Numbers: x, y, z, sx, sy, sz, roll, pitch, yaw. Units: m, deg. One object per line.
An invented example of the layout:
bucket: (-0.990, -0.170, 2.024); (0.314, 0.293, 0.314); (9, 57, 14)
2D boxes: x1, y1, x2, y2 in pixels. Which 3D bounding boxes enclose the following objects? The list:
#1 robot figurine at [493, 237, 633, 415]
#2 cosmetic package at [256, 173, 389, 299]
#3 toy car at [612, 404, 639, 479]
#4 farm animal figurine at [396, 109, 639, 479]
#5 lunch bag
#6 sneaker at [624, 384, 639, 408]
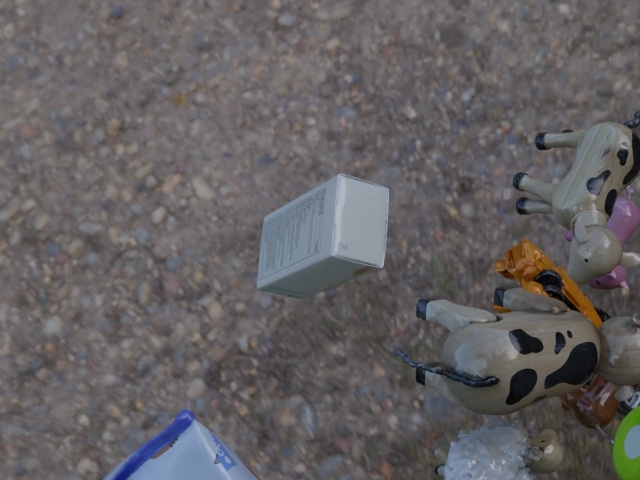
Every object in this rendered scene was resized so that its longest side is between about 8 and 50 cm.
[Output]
robot figurine: (0.379, 0.141, 1.707); (0.085, 0.291, 0.211); (-33, 22, 28)
cosmetic package: (0.000, 0.000, 0.782); (0.041, 0.115, 0.060); (14, 72, -26)
toy car: (0.256, 0.187, 0.610); (0.155, 0.188, 0.149); (22, 90, -17)
farm animal figurine: (0.237, 0.075, 1.076); (0.327, 0.330, 0.172); (-26, 23, -26)
lunch bag: (-0.139, 0.396, 1.363); (0.239, 0.385, 0.328); (-36, 85, -9)
sneaker: (0.474, 0.175, 1.627); (0.068, 0.071, 0.170); (33, 60, -6)
